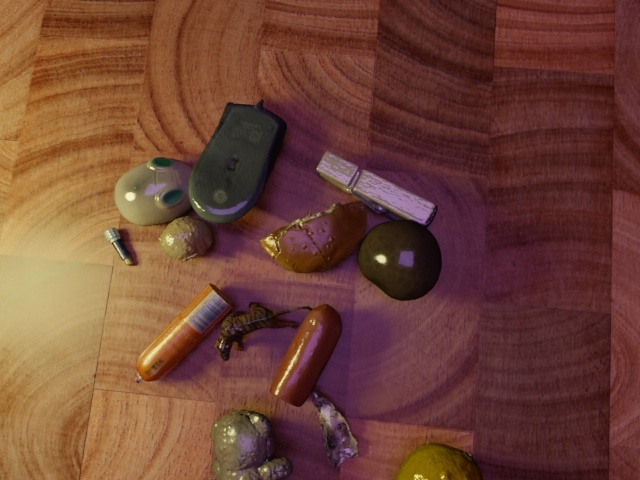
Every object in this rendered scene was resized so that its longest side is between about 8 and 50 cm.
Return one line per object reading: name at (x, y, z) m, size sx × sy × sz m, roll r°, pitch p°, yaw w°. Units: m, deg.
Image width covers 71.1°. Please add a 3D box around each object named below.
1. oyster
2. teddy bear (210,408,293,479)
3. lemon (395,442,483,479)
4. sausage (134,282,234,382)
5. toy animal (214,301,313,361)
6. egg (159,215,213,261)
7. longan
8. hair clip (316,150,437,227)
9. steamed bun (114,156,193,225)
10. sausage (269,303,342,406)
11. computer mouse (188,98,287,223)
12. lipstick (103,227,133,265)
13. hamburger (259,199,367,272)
oyster at (0.036, 0.475, 1.142) m, size 0.106 × 0.061 × 0.199 m, roll -4°, pitch 84°, yaw -16°
teddy bear at (-0.175, 0.547, 1.081) m, size 0.236 × 0.151 × 0.266 m, roll -20°, pitch 70°, yaw 27°
lemon at (0.275, 0.578, 1.040) m, size 0.192 × 0.192 × 0.231 m, roll 41°, pitch 93°, yaw 7°
sausage at (-0.364, 0.252, 1.159) m, size 0.093 × 0.093 × 0.312 m, roll 43°, pitch 86°, yaw 7°
toy animal at (-0.147, 0.203, 1.144) m, size 0.256 × 0.116 × 0.114 m, roll -23°, pitch 84°, yaw -2°
egg at (-0.357, -0.004, 1.186) m, size 0.140 × 0.118 × 0.116 m, roll -15°, pitch 125°, yaw -9°
longan at (0.200, 0.045, 1.119) m, size 0.213 × 0.198 × 0.197 m, roll 24°, pitch 83°, yaw 37°
hair clip at (0.144, -0.125, 1.188) m, size 0.331 × 0.101 × 0.085 m, roll 29°, pitch 89°, yaw 7°
steamed bun at (-0.439, -0.135, 1.194) m, size 0.228 × 0.130 × 0.176 m, roll -15°, pitch 80°, yaw 2°
sausage at (-0.029, 0.283, 1.130) m, size 0.114 × 0.113 × 0.259 m, roll 27°, pitch 85°, yaw 5°
computer mouse at (-0.218, -0.209, 1.201) m, size 0.189 × 0.122 × 0.370 m, roll 19°, pitch 77°, yaw 1°
lipstick at (-0.548, 0.022, 1.225) m, size 0.037 × 0.037 × 0.116 m, roll -31°, pitch 86°, yaw -2°
hamburger at (0.000, 0.000, 1.151) m, size 0.283 × 0.144 × 0.156 m, roll -23°, pitch 81°, yaw -2°
